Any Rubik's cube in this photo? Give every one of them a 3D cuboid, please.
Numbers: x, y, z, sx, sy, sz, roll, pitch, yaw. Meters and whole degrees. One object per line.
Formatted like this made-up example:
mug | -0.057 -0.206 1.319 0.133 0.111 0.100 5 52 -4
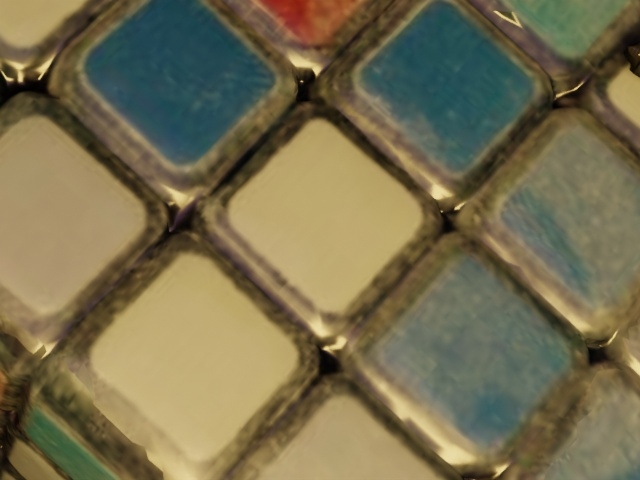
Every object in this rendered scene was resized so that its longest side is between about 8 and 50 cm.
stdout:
Rubik's cube | 0.000 0.000 0.566 0.287 0.292 0.293 42 69 2

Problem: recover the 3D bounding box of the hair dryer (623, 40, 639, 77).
hair dryer | 0.124 -0.035 0.445 0.083 0.026 0.047 30 64 3
